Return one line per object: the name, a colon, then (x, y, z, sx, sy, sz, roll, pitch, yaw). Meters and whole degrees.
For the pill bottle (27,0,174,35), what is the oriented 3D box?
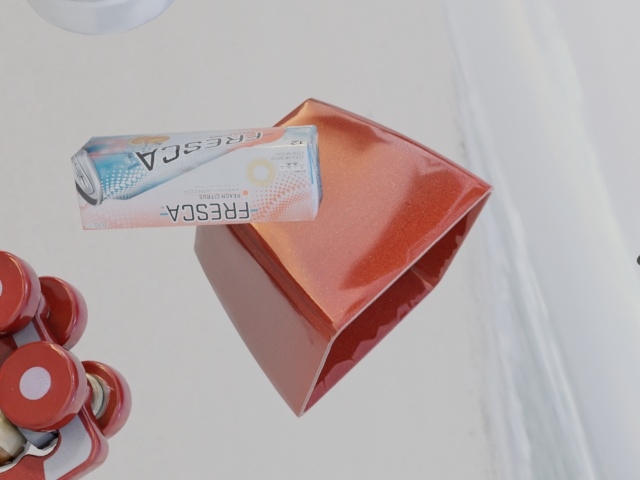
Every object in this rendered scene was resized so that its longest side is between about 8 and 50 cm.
pill bottle: (-0.171, -0.275, 0.765, 0.283, 0.160, 0.160, 88, -11, -64)

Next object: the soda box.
soda box: (-0.092, -0.048, 0.875, 0.058, 0.183, 0.063, -76, 162, -68)

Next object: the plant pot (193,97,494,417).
plant pot: (0.000, 0.000, 1.327, 0.236, 0.267, 0.267, 43, -25, 13)

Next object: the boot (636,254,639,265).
boot: (0.451, 0.004, 1.282, 0.137, 0.077, 0.198, 36, 45, 11)

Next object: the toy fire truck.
toy fire truck: (-0.386, 0.172, 1.341, 0.302, 0.254, 0.169, 59, 4, 19)
